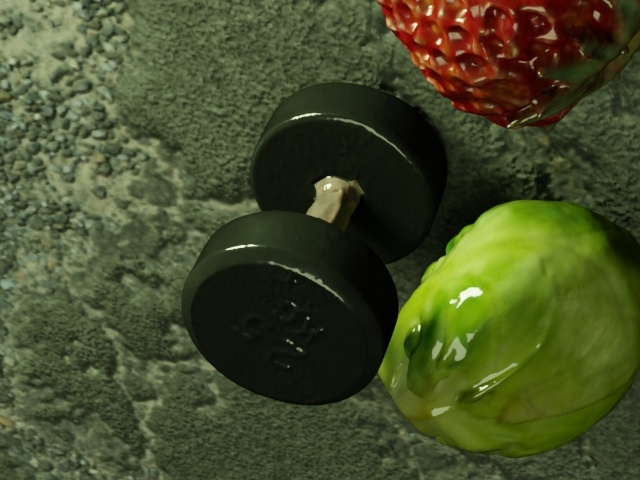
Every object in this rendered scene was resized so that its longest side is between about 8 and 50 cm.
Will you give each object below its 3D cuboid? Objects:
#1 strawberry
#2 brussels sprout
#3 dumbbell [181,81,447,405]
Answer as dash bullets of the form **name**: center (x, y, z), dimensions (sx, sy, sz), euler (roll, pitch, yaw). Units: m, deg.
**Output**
- **strawberry**: center (0.108, -0.199, 1.209), dimensions (0.244, 0.205, 0.205), euler (43, 133, 8)
- **brussels sprout**: center (0.151, 0.065, 1.400), dimensions (0.161, 0.223, 0.223), euler (48, 142, 29)
- **dumbbell**: center (0.000, 0.000, 1.387), dimensions (0.152, 0.218, 0.152), euler (11, 132, 12)
